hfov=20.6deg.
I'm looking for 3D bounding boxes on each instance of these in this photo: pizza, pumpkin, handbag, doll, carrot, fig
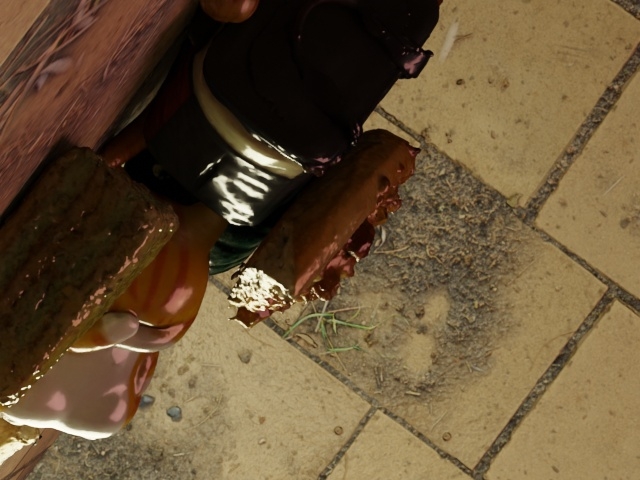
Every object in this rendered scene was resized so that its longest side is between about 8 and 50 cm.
[{"bbox_3d":[0.000,0.000,1.638,0.226,0.086,0.335,-52,180,27],"label":"pizza"},{"bbox_3d":[-0.100,-0.067,1.733,0.220,0.162,0.220,-44,180,0],"label":"pumpkin"},{"bbox_3d":[-0.027,-0.154,1.521,0.254,0.181,0.181,-52,-173,-35],"label":"handbag"},{"bbox_3d":[-0.203,0.066,1.618,0.269,0.167,0.162,-46,-135,34],"label":"doll"},{"bbox_3d":[-0.141,-0.116,1.576,0.190,0.037,0.037,-52,179,-37],"label":"carrot"},{"bbox_3d":[-0.068,-0.213,1.403,0.050,0.050,0.083,-52,160,-69],"label":"fig"}]

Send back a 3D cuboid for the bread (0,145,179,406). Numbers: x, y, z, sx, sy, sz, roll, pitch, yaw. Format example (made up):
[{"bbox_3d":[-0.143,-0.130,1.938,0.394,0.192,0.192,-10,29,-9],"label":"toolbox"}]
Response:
[{"bbox_3d":[-0.208,0.024,1.379,0.196,0.102,0.138,-50,177,4],"label":"bread"}]

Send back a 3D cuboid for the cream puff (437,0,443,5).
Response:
[{"bbox_3d":[0.041,-0.260,1.929,0.240,0.164,0.240,-58,177,-5],"label":"cream puff"}]

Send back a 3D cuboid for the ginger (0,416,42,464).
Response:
[{"bbox_3d":[-0.436,0.314,1.940,0.333,0.081,0.148,-52,-176,-6],"label":"ginger"}]
